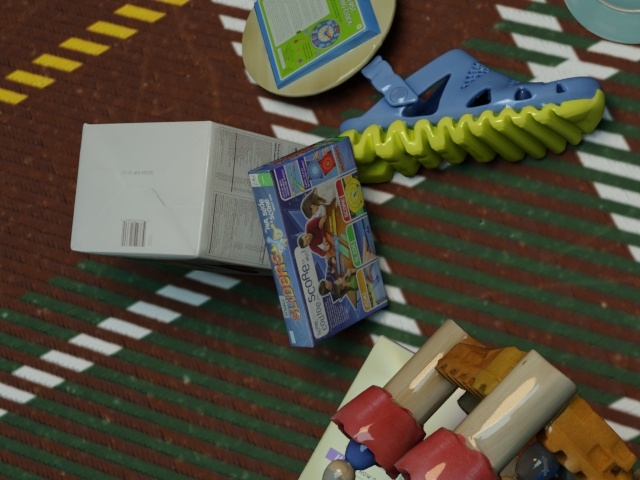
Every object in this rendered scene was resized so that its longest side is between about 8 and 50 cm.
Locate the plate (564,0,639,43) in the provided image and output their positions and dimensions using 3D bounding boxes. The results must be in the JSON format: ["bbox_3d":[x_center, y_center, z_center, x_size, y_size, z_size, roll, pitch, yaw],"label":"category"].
[{"bbox_3d":[0.362,-0.314,1.886,0.188,0.024,0.188,-5,74,17],"label":"plate"}]

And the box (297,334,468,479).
[{"bbox_3d":[0.108,0.262,1.771,0.214,0.117,0.243,28,87,23],"label":"box"}]

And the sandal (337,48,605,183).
[{"bbox_3d":[0.159,-0.156,1.865,0.317,0.126,0.138,-5,70,16],"label":"sandal"}]

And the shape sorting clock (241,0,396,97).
[{"bbox_3d":[-0.002,-0.258,1.974,0.206,0.040,0.206,-17,56,27],"label":"shape sorting clock"}]

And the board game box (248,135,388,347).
[{"bbox_3d":[0.000,0.000,1.823,0.035,0.136,0.201,-1,107,43],"label":"board game box"}]

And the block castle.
[{"bbox_3d":[0.220,0.300,1.534,0.213,0.303,0.453,-46,105,-6],"label":"block castle"}]

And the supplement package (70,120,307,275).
[{"bbox_3d":[-0.134,-0.045,1.856,0.194,0.203,0.149,3,85,38],"label":"supplement package"}]
